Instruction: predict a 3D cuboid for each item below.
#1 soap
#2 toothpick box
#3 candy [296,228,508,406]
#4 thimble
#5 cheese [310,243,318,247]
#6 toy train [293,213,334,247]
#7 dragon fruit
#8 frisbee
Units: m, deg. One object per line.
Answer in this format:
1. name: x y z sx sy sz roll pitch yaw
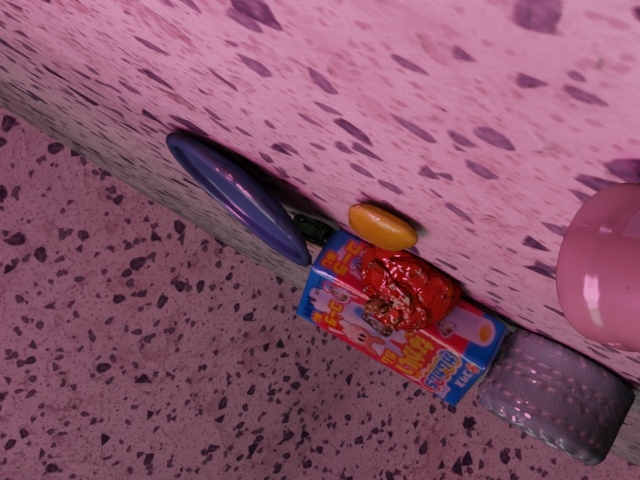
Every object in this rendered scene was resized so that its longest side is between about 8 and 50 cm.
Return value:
1. soap: 0.074 -0.013 0.937 0.089 0.033 0.168 31 174 5
2. toothpick box: 0.208 0.024 0.387 0.098 0.098 0.149 33 173 -28
3. candy: 0.122 0.124 1.214 0.306 0.100 0.157 30 144 8
4. thimble: 0.359 0.242 1.198 0.235 0.143 0.198 32 172 -12
5. cheese: 0.000 0.000 1.346 0.083 0.030 0.044 12 156 50
6. toy train: -0.010 -0.012 1.283 0.056 0.038 0.093 27 176 -43
7. dragon fruit: 0.118 0.074 1.097 0.162 0.106 0.083 29 171 5
8. frisbee: -0.113 -0.070 1.159 0.289 0.049 0.289 40 171 8
